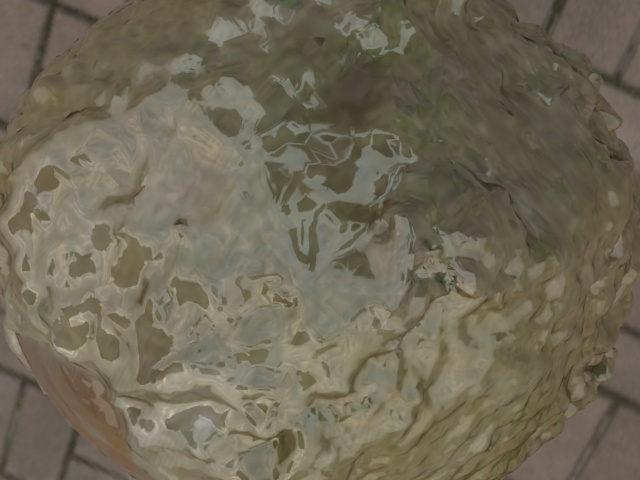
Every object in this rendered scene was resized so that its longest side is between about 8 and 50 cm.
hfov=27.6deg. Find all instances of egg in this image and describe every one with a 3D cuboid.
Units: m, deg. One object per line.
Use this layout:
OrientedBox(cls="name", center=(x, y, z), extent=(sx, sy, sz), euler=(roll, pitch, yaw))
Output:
OrientedBox(cls="egg", center=(0.000, 0.000, 0.580), extent=(0.279, 0.310, 0.279), euler=(5, 97, 51))
